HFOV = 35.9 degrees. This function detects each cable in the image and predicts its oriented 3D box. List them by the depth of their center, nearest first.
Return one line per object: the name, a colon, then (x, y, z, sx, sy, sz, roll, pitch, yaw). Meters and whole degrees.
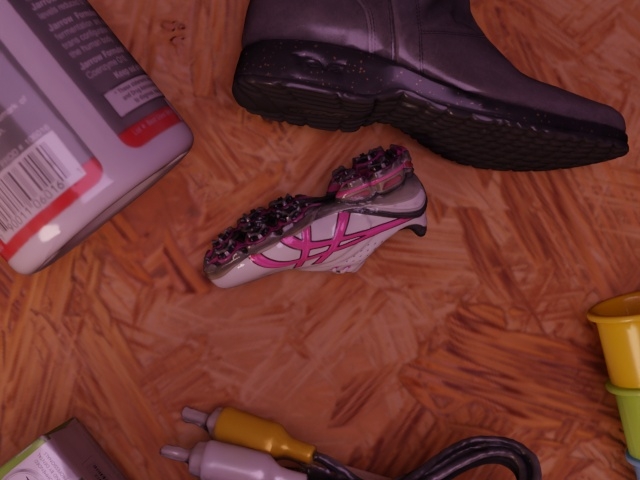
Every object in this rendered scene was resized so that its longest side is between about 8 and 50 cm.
cable: (0.021, 0.193, 0.735, 0.287, 0.072, 0.139, 0, 51, 8)

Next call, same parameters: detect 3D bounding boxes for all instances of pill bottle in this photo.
pill bottle: (-0.235, -0.130, 0.690, 0.161, 0.161, 0.283, -39, 96, -9)

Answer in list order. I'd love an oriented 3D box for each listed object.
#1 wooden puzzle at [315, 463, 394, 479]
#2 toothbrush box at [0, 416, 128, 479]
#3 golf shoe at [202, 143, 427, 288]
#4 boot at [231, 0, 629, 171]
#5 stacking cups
wooden puzzle: (0.078, 0.313, 0.785, 0.238, 0.044, 0.221, 17, 72, -5)
toothbrush box: (-0.228, 0.295, 0.687, 0.283, 0.122, 0.206, -38, 89, -4)
golf shoe: (0.000, 0.000, 0.778, 0.186, 0.067, 0.086, -25, 113, -3)
boot: (0.103, -0.187, 0.785, 0.338, 0.118, 0.223, 12, 77, -18)
stacking cups: (0.305, 0.200, 0.830, 0.096, 0.096, 0.316, -16, 97, -10)
